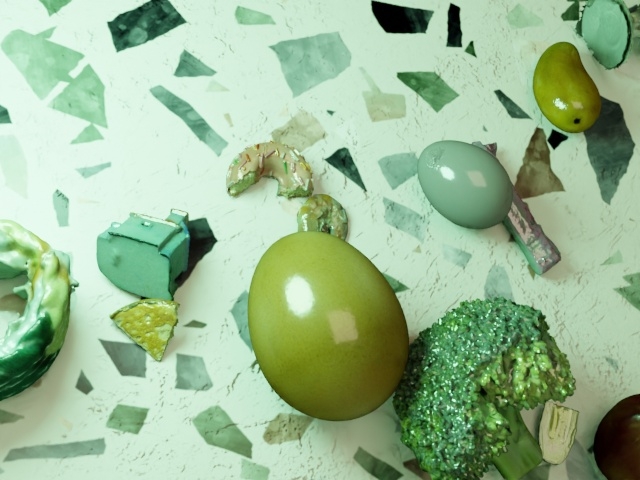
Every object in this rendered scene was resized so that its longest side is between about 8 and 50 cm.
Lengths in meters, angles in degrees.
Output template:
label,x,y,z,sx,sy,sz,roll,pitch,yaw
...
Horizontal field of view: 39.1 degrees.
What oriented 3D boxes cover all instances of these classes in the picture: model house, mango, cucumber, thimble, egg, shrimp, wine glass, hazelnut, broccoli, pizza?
label,x,y,z,sx,sy,sz,roll,pitch,yaw
model house,-0.280,0.008,1.529,0.148,0.119,0.148,16,37,16
mango,0.509,-0.320,1.876,0.136,0.099,0.227,3,60,-9
cucumber,0.418,0.346,1.611,0.067,0.035,0.107,18,72,3
thimble,-0.513,0.109,1.378,0.288,0.167,0.254,-35,81,-24
egg,0.270,-0.107,1.693,0.199,0.146,0.146,43,64,12
shrimp,0.000,0.000,1.634,0.101,0.042,0.190,18,64,-16
egg,0.007,0.134,1.464,0.250,0.250,0.322,-18,71,-21
wine glass,0.755,-0.484,1.965,0.357,0.190,0.190,-13,73,-15
hazelnut,0.584,0.349,1.562,0.208,0.208,0.208,6,67,-13
broccoli,0.287,0.249,1.473,0.302,0.249,0.375,39,40,-2
pizza,-0.283,0.149,1.495,0.123,0.026,0.108,-9,103,9

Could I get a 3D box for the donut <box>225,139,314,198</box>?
label,x,y,z,sx,sy,sz,roll,pitch,yaw
donut,-0.090,-0.135,1.651,0.166,0.065,0.117,1,69,-17

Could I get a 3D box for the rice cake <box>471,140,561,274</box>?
label,x,y,z,sx,sy,sz,roll,pitch,yaw
rice cake,0.381,-0.071,1.762,0.081,0.051,0.290,-22,76,-22
